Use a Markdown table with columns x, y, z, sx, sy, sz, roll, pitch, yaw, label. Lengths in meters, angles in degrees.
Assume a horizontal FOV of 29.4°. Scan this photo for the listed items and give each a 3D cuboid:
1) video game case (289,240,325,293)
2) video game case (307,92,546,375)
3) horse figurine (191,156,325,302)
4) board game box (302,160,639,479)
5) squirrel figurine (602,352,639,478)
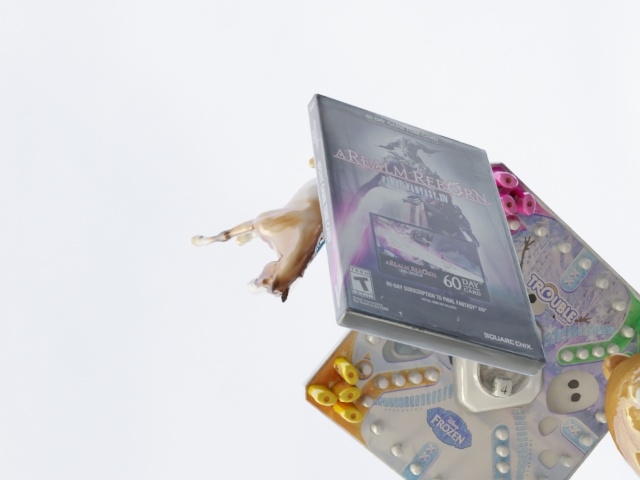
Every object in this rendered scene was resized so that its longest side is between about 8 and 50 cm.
| x | y | z | sx | sy | sz | roll | pitch | yaw | label |
| --- | --- | --- | --- | --- | --- | --- | --- | --- | --- |
| 0.000 | 0.000 | 1.462 | 0.015 | 0.166 | 0.119 | 35 | -110 | 1 | video game case |
| 0.089 | -0.011 | 1.097 | 0.196 | 0.026 | 0.274 | 16 | -138 | -23 | video game case |
| -0.003 | -0.032 | 1.199 | 0.263 | 0.174 | 0.066 | -33 | -72 | -31 | horse figurine |
| 0.238 | 0.164 | 1.574 | 0.390 | 0.050 | 0.390 | 41 | -92 | -19 | board game box |
| 0.501 | 0.118 | 1.357 | 0.370 | 0.281 | 0.397 | -4 | -82 | 8 | squirrel figurine |
